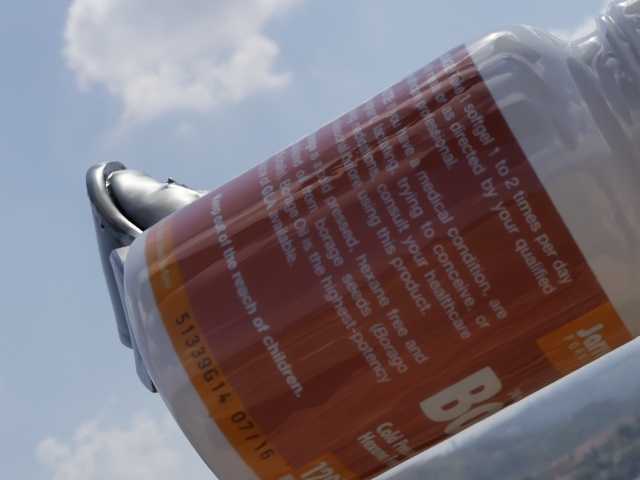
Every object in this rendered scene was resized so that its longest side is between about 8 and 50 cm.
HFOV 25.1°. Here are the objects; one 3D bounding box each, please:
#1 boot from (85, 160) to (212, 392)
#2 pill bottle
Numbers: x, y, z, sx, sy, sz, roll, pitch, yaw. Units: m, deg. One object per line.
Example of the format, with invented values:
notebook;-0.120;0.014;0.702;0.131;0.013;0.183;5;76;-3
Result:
boot;0.000;0.000;0.775;0.229;0.091;0.263;-14;22;-11
pill bottle;0.049;0.000;0.512;0.216;0.121;0.121;-30;-9;11
